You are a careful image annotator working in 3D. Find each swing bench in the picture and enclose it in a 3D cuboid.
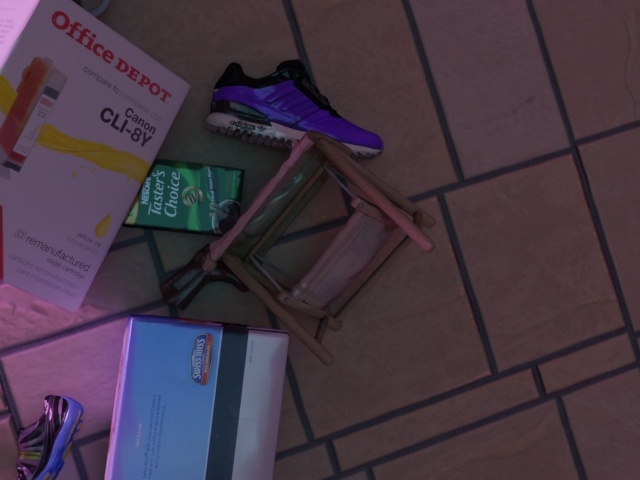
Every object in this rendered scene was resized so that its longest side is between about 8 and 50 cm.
[{"bbox_3d":[0.000,0.000,1.447,0.254,0.165,0.253,40,106,-5],"label":"swing bench"}]

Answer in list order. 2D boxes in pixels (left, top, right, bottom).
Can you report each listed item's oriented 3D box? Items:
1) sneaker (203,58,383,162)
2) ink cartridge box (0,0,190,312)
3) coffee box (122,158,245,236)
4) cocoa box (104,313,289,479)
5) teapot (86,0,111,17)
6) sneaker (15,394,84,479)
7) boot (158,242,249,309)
[{"bbox_3d":[-0.030,-0.216,1.525,0.293,0.102,0.146,13,83,-12],"label":"sneaker"},{"bbox_3d":[-0.401,-0.133,1.349,0.279,0.160,0.385,33,78,-43],"label":"ink cartridge box"},{"bbox_3d":[-0.217,-0.068,1.505,0.184,0.040,0.113,7,85,-12],"label":"coffee box"},{"bbox_3d":[-0.192,0.289,1.392,0.228,0.231,0.347,7,85,-12],"label":"cocoa box"},{"bbox_3d":[-0.426,-0.489,1.414,0.187,0.252,0.256,-28,69,25],"label":"teapot"},{"bbox_3d":[-0.428,0.319,1.432,0.078,0.067,0.188,25,83,11],"label":"sneaker"},{"bbox_3d":[-0.186,0.078,1.505,0.106,0.037,0.114,44,75,7],"label":"boot"}]
